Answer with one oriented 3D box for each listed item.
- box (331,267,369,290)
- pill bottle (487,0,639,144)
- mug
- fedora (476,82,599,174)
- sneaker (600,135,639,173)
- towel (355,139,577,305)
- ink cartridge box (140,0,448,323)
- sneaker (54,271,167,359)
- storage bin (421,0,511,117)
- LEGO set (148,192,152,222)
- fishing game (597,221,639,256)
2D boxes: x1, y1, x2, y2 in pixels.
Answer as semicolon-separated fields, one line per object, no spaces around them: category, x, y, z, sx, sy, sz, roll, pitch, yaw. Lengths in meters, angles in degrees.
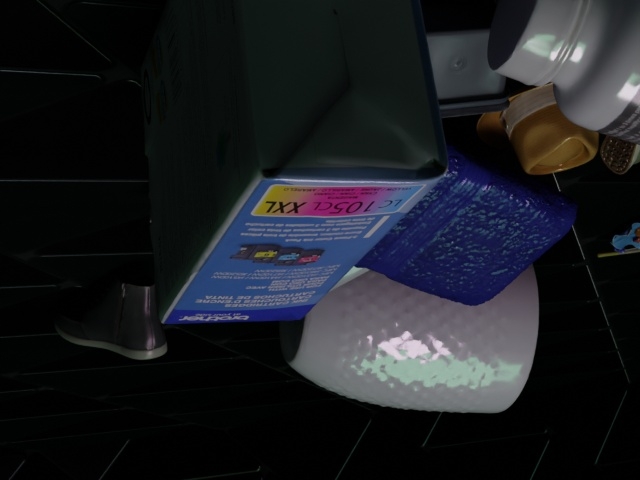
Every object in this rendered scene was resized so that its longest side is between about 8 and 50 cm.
box;0.000;0.000;1.507;0.186;0.038;0.145;-29;127;9
pill bottle;0.323;-0.169;1.046;0.318;0.176;0.176;16;156;-9
mug;0.127;0.073;1.676;0.327;0.276;0.374;5;128;-15
fedora;0.285;-0.131;1.395;0.194;0.079;0.194;-11;161;-4
sneaker;0.417;-0.164;1.426;0.086;0.064;0.192;-31;159;-27
towel;0.142;-0.034;1.443;0.308;0.076;0.228;20;133;-28
ink cartridge box;-0.054;-0.094;0.983;0.151;0.270;0.395;2;158;-22
sneaker;-0.316;0.097;1.726;0.222;0.118;0.083;9;-163;35
storage bin;0.123;-0.186;1.131;0.135;0.098;0.091;-6;133;-16
LEGO set;-0.123;-0.067;1.281;0.132;0.107;0.287;-8;162;-11
fishing game;0.603;-0.015;2.012;0.189;0.041;0.264;-5;161;-27
